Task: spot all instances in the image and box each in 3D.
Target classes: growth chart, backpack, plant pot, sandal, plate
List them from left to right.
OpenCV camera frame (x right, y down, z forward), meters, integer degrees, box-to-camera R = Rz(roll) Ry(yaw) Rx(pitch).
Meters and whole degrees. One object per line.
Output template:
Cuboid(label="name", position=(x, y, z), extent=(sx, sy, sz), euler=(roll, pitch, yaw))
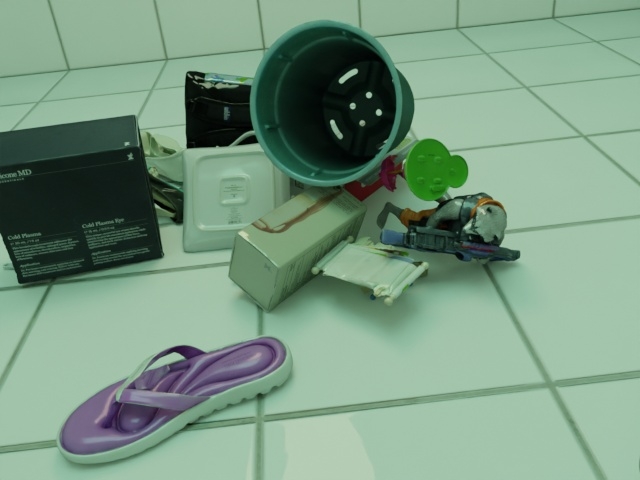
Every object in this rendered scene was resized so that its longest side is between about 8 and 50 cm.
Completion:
Cuboid(label="sandal", position=(-0.252, 0.240, 1.084), extent=(0.416, 0.102, 0.169), euler=(-20, 34, -21))
Cuboid(label="plate", position=(-0.212, -0.118, 1.556), extent=(0.277, 0.045, 0.278), euler=(-4, 75, 2))
Cuboid(label="backpack", position=(-0.188, -0.339, 1.783), extent=(0.355, 0.290, 0.273), euler=(0, 17, 3))
Cuboid(label="plant pot", position=(0.062, -0.309, 1.456), extent=(0.340, 0.342, 0.334), euler=(7, 11, 20))
Cuboid(label="growth chart", position=(0.101, 0.050, 1.274), extent=(0.237, 0.021, 0.172), euler=(18, 40, 42))

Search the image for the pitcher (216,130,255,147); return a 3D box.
Cuboid(label="pitcher", position=(-0.241, -0.200, 1.660), extent=(0.207, 0.178, 0.125), euler=(0, -6, 12))

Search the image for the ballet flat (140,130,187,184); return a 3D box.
Cuboid(label="ballet flat", position=(-0.524, -0.279, 1.960), extent=(0.400, 0.139, 0.139), euler=(17, 38, 34))

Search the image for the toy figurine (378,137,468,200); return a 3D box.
Cuboid(label="toy figurine", position=(0.207, -0.152, 1.370), extent=(0.173, 0.130, 0.159), euler=(-2, 5, -30))

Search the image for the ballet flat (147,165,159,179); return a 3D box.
Cuboid(label="ballet flat", position=(-0.501, -0.125, 1.770), extent=(0.077, 0.091, 0.241), euler=(27, 38, -5))

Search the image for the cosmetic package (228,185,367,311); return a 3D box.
Cuboid(label="cosmetic package", position=(-0.047, 0.002, 1.365), extent=(0.129, 0.153, 0.296), euler=(38, 47, 19))

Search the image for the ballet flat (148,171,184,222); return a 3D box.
Cuboid(label="ballet flat", position=(-0.468, -0.140, 1.665), extent=(0.280, 0.095, 0.096), euler=(31, 56, -2))

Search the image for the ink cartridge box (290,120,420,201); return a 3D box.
Cuboid(label="ink cartridge box", position=(0.097, -0.204, 1.720), extent=(0.271, 0.130, 0.309), euler=(25, 42, 28))

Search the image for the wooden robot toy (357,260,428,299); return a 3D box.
Cuboid(label="wooden robot toy", position=(0.141, 0.064, 1.345), extent=(0.173, 0.076, 0.079), euler=(-18, 22, -20))

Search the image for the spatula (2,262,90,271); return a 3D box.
Cuboid(label="spatula", position=(-0.660, 0.029, 1.585), extent=(0.241, 0.019, 0.168), euler=(0, 37, 9))

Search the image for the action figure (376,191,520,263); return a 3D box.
Cuboid(label="action figure", position=(0.259, -0.056, 1.355), extent=(0.341, 0.179, 0.330), euler=(7, 5, -29))

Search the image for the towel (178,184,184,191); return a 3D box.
Cuboid(label="towel", position=(-0.221, -0.164, 1.811), extent=(0.312, 0.056, 0.324), euler=(11, 37, 31))

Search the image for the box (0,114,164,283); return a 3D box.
Cuboid(label="box", position=(-0.570, -0.099, 1.468), extent=(0.342, 0.313, 0.179), euler=(-10, 38, -13))
